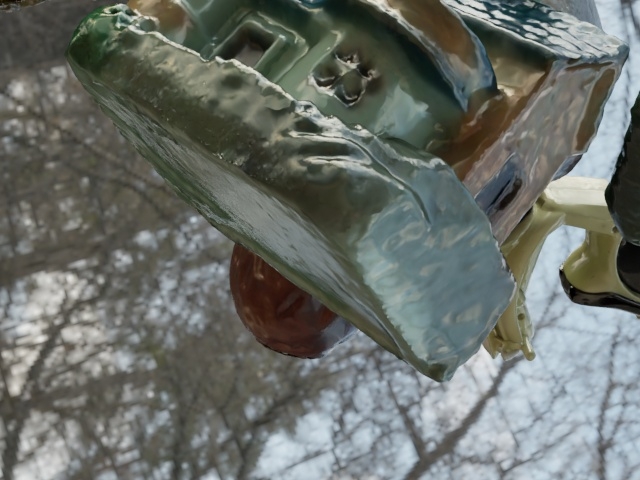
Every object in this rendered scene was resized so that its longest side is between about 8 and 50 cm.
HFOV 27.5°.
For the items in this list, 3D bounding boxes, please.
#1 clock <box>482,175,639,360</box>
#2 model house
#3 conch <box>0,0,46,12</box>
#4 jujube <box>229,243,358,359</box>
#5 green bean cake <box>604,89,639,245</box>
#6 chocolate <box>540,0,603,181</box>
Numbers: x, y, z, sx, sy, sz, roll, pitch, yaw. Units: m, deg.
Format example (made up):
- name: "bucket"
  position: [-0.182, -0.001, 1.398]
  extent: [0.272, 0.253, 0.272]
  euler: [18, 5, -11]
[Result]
- name: "clock"
  position: [0.312, 0.023, 1.549]
  extent: [0.120, 0.379, 0.276]
  euler: [-103, -164, -56]
- name: "model house"
  position: [0.054, -0.134, 0.793]
  extent: [0.267, 0.325, 0.194]
  euler: [34, -14, 36]
- name: "conch"
  position: [-0.227, -0.245, 0.907]
  extent: [0.178, 0.245, 0.163]
  euler: [56, -35, 14]
- name: "jujube"
  position: [0.000, 0.000, 1.341]
  extent: [0.183, 0.183, 0.243]
  euler: [28, -79, 48]
- name: "green bean cake"
  position: [0.419, -0.070, 1.142]
  extent: [0.300, 0.169, 0.308]
  euler: [21, -17, 12]
- name: "chocolate"
  position: [0.219, -0.173, 1.234]
  extent: [0.303, 0.100, 0.185]
  euler: [56, 33, -66]
